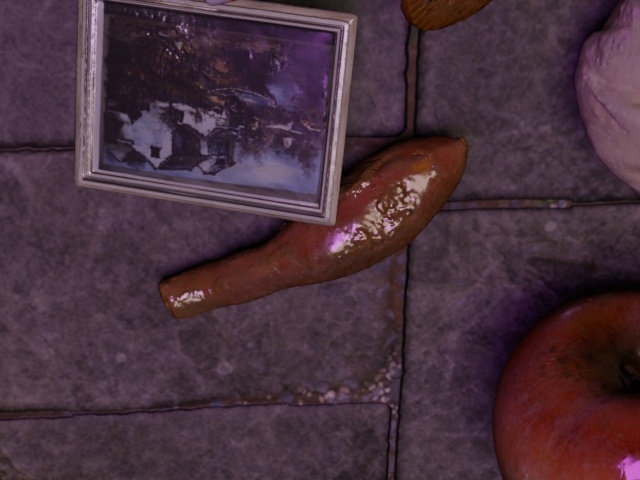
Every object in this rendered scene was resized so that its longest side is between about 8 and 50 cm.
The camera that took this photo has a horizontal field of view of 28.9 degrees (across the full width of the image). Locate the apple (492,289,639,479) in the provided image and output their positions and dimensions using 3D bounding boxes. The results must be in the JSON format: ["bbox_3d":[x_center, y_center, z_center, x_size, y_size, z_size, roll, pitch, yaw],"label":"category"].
[{"bbox_3d":[0.362,0.227,1.403,0.338,0.338,0.305,-14,134,-1],"label":"apple"}]

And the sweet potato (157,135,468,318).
[{"bbox_3d":[0.000,0.000,1.370,0.385,0.109,0.109,-30,113,7],"label":"sweet potato"}]

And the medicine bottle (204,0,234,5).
[{"bbox_3d":[-0.011,-0.325,1.204,0.252,0.144,0.144,-18,114,-2],"label":"medicine bottle"}]

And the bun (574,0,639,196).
[{"bbox_3d":[0.464,-0.160,1.296,0.365,0.219,0.365,-3,117,-6],"label":"bun"}]

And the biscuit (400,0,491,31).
[{"bbox_3d":[0.156,-0.286,1.242,0.188,0.188,0.027,-44,69,12],"label":"biscuit"}]

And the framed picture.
[{"bbox_3d":[-0.117,-0.140,1.287,0.296,0.019,0.232,9,112,9],"label":"framed picture"}]
